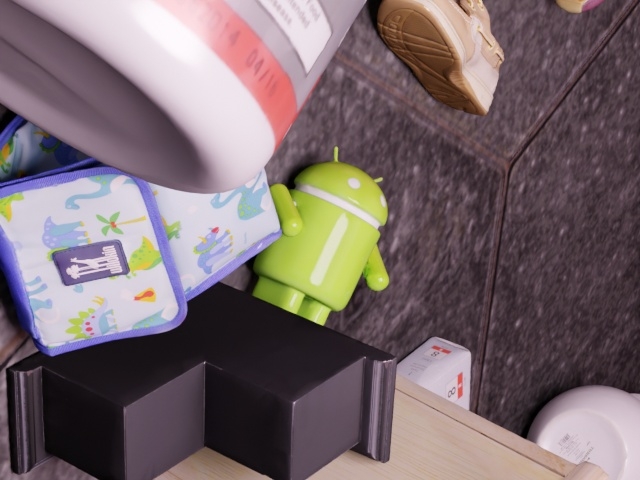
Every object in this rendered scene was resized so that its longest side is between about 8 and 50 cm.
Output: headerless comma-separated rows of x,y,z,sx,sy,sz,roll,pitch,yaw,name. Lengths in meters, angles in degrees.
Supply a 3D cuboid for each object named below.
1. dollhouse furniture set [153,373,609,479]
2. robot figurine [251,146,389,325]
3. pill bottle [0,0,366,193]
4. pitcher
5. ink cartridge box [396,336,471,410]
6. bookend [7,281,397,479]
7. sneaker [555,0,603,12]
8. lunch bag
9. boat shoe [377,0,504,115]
0.052,0.284,1.064,0.362,0.256,0.394,-38,134,-29,dollhouse furniture set
0.000,0.000,1.031,0.101,0.067,0.115,32,81,-37,robot figurine
-0.032,-0.221,0.721,0.363,0.210,0.210,-59,147,-14,pill bottle
0.249,0.220,1.495,0.177,0.125,0.207,-55,160,7,pitcher
0.052,0.177,1.235,0.179,0.045,0.145,-37,136,-43,ink cartridge box
-0.065,0.098,0.908,0.156,0.157,0.072,-29,130,-46,bookend
0.242,-0.249,1.241,0.084,0.070,0.185,34,80,-52,sneaker
-0.105,-0.022,0.847,0.151,0.096,0.129,-34,139,-22,lunch bag
0.086,-0.143,1.086,0.059,0.063,0.170,-66,157,-10,boat shoe
